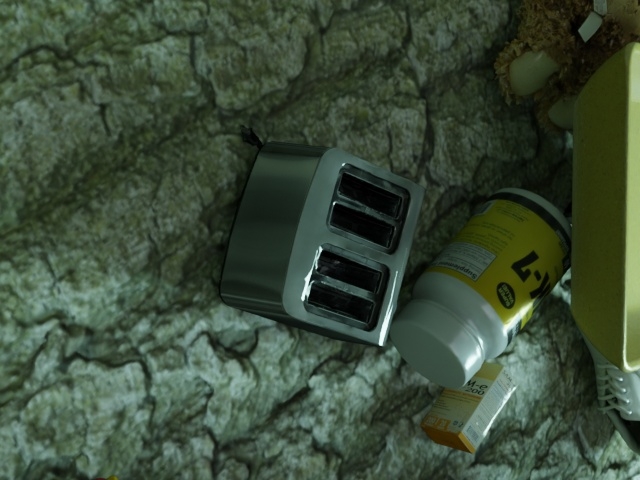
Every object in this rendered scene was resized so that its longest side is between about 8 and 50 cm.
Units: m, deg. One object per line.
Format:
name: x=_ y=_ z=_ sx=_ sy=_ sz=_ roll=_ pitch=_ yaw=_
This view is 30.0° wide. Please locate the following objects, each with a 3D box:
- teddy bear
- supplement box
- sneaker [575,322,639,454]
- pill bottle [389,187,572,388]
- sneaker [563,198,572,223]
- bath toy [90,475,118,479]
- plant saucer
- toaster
teddy bear: x=0.304 y=-0.286 z=1.370 sx=0.245 sy=0.113 sz=0.338 roll=10 pitch=96 yaw=-33
supplement box: x=0.164 y=0.181 z=1.319 sx=0.098 sy=0.062 sz=0.036 roll=-52 pitch=122 yaw=-23
sneaker: x=0.378 y=0.172 z=1.473 sx=0.258 sy=0.094 sz=0.091 roll=51 pitch=59 yaw=-32
pill bottle: x=0.173 y=0.051 z=1.276 sx=0.208 sy=0.119 sz=0.119 roll=-47 pitch=121 yaw=-25
sneaker: x=0.323 y=-0.063 z=1.439 sx=0.119 sy=0.047 sz=0.057 roll=-41 pitch=112 yaw=-37
bath toy: x=-0.103 y=0.287 z=1.069 sx=0.348 sy=0.129 sz=0.151 roll=27 pitch=44 yaw=-39
plant saucer: x=0.359 y=-0.038 z=1.334 sx=0.333 sy=0.081 sz=0.333 roll=-3 pitch=95 yaw=-57
toaster: x=0.000 y=0.000 z=1.133 sx=0.185 sy=0.110 sz=0.168 roll=22 pitch=80 yaw=-39
